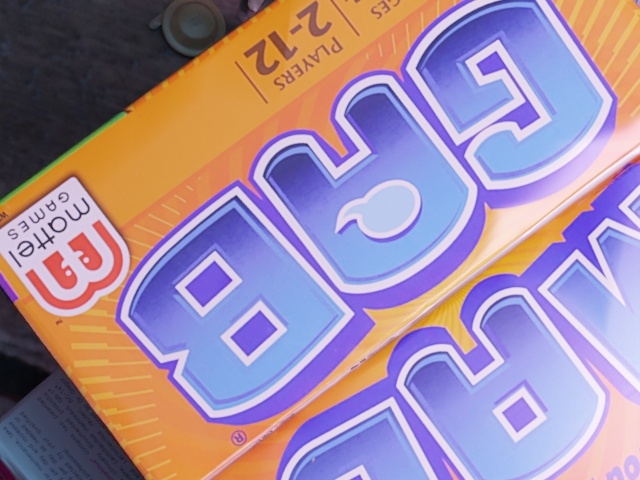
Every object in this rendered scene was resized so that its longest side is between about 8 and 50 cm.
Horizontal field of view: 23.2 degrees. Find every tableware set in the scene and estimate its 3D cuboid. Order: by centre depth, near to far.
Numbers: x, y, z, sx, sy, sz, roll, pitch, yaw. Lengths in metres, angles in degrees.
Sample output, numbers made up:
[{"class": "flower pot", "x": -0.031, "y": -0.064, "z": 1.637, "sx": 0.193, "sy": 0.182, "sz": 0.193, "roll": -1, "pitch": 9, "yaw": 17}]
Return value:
[{"class": "tableware set", "x": -0.057, "y": -0.184, "z": 1.346, "sx": 0.169, "sy": 0.020, "sz": 0.141, "roll": 44, "pitch": 72, "yaw": -3}]

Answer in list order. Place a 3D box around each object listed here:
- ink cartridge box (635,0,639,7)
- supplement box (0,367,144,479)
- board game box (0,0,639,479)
[{"class": "ink cartridge box", "x": 0.156, "y": -0.217, "z": 1.294, "sx": 0.233, "sy": 0.168, "sz": 0.171, "roll": 14, "pitch": 71, "yaw": 14}, {"class": "supplement box", "x": -0.145, "y": 0.124, "z": 1.200, "sx": 0.220, "sy": 0.111, "sz": 0.114, "roll": -42, "pitch": 91, "yaw": -20}, {"class": "board game box", "x": 0.050, "y": 0.048, "z": 0.967, "sx": 0.356, "sy": 0.356, "sz": 0.356, "roll": -37, "pitch": 88, "yaw": -7}]
